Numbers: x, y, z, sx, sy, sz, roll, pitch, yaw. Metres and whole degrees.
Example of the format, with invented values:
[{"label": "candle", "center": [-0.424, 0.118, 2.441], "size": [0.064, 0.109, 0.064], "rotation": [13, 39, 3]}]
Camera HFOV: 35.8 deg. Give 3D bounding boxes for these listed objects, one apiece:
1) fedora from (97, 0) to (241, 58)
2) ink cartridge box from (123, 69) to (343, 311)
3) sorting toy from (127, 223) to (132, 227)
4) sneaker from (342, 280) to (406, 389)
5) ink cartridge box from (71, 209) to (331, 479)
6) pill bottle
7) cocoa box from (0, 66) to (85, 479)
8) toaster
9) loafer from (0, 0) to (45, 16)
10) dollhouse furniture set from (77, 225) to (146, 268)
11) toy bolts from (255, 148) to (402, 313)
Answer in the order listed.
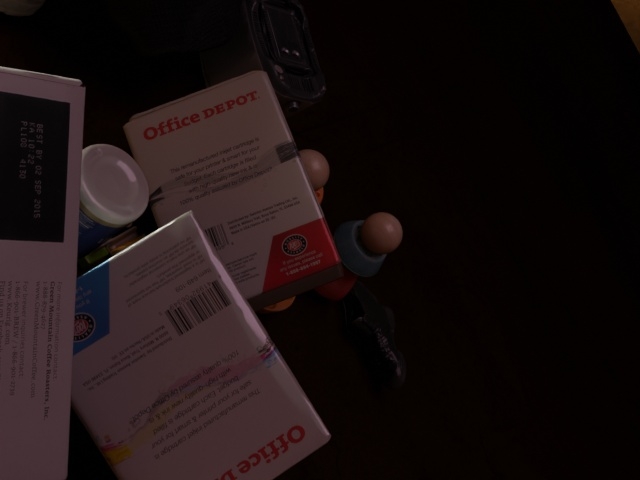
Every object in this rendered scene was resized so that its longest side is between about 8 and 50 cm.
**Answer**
[{"label": "fedora", "center": [-0.200, -0.337, 1.359], "size": [0.334, 0.334, 0.152], "rotation": [-41, 128, -52]}, {"label": "ink cartridge box", "center": [-0.109, -0.051, 1.268], "size": [0.114, 0.197, 0.272], "rotation": [72, -3, -78]}, {"label": "sorting toy", "center": [-0.278, -0.047, 1.237], "size": [0.083, 0.012, 0.062], "rotation": [15, 42, -32]}, {"label": "sneaker", "center": [0.073, 0.139, 1.486], "size": [0.089, 0.051, 0.170], "rotation": [23, 46, -38]}, {"label": "ink cartridge box", "center": [-0.156, 0.139, 1.038], "size": [0.198, 0.197, 0.270], "rotation": [-32, 95, -13]}, {"label": "pill bottle", "center": [-0.275, -0.030, 1.104], "size": [0.094, 0.169, 0.094], "rotation": [27, 49, -35]}, {"label": "cocoa box", "center": [-0.360, 0.029, 0.831], "size": [0.231, 0.228, 0.347], "rotation": [4, 88, -48]}, {"label": "toaster", "center": [-0.095, -0.275, 1.490], "size": [0.129, 0.146, 0.226], "rotation": [4, 64, -48]}, {"label": "loafer", "center": [-0.414, -0.444, 1.271], "size": [0.112, 0.111, 0.319], "rotation": [-13, 76, -51]}, {"label": "dollhouse furniture set", "center": [-0.236, 0.031, 1.198], "size": [0.076, 0.059, 0.152], "rotation": [58, 37, -3]}, {"label": "toy bolts", "center": [0.000, 0.000, 1.386], "size": [0.229, 0.158, 0.218], "rotation": [27, 49, -27]}]
